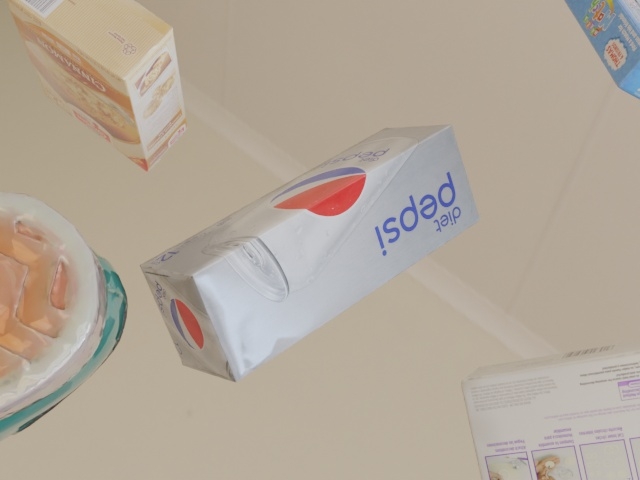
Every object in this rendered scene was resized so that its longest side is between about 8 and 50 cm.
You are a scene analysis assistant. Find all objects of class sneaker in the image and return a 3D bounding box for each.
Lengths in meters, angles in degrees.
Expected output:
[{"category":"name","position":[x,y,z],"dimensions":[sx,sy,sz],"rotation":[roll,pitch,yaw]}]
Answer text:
[{"category":"sneaker","position":[-0.219,0.076,0.372],"dimensions":[0.121,0.302,0.108],"rotation":[92,-20,-73]}]

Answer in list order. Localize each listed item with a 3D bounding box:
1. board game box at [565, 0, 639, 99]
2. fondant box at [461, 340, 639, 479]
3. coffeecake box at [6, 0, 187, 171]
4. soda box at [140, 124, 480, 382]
[{"category":"board game box","position":[0.290,-0.123,0.721],"dimensions":[0.211,0.160,0.039],"rotation":[22,-57,-20]},{"category":"fondant box","position":[0.323,0.299,1.134],"dimensions":[0.238,0.096,0.331],"rotation":[-13,-93,22]},{"category":"coffeecake box","position":[-0.205,-0.165,0.900],"dimensions":[0.142,0.068,0.185],"rotation":[36,-19,10]},{"category":"soda box","position":[0.000,0.000,0.805],"dimensions":[0.091,0.286,0.098],"rotation":[6,-59,54]}]
